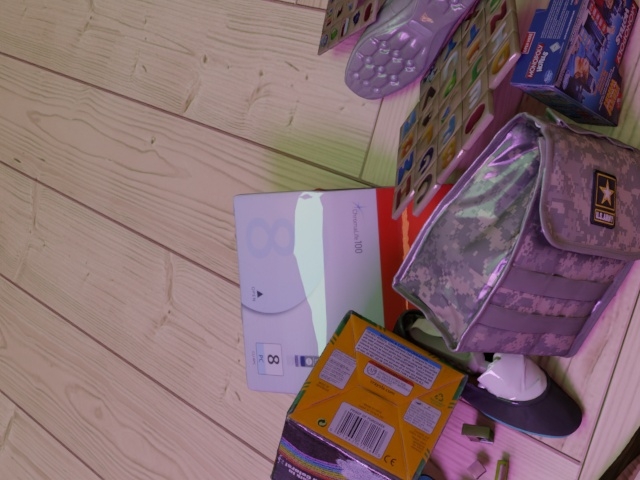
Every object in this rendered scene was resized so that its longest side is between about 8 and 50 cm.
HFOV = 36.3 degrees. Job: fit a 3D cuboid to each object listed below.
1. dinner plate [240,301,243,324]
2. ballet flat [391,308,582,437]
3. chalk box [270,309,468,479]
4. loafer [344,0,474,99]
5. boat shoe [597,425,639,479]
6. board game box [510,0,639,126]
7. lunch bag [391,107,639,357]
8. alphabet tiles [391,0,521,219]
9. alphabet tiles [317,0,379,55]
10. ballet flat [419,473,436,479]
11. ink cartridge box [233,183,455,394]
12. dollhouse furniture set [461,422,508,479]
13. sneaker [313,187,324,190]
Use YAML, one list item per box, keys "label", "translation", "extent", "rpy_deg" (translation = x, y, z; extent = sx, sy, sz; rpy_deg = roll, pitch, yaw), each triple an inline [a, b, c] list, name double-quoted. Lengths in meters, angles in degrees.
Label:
- label: "dinner plate"
  translation: [-0.095, 0.115, 1.675]
  extent: [0.141, 0.017, 0.141]
  rpy_deg: [-7, 80, 43]
- label: "ballet flat"
  translation: [0.210, 0.168, 1.280]
  extent: [0.280, 0.095, 0.096]
  rpy_deg: [22, 139, 27]
- label: "chalk box"
  translation: [0.055, 0.264, 1.307]
  extent: [0.180, 0.179, 0.289]
  rpy_deg: [28, 149, 9]
- label: "loafer"
  translation: [0.147, -0.331, 1.439]
  extent: [0.319, 0.112, 0.111]
  rpy_deg: [-43, 18, 40]
- label: "boat shoe"
  translation: [0.415, 0.277, 1.125]
  extent: [0.123, 0.123, 0.342]
  rpy_deg: [35, 107, 8]
- label: "board game box"
  translation: [0.326, -0.231, 1.208]
  extent: [0.060, 0.194, 0.194]
  rpy_deg: [13, 76, 38]
- label: "lunch bag"
  translation: [0.269, -0.009, 1.188]
  extent: [0.169, 0.235, 0.287]
  rpy_deg: [47, 118, 42]
- label: "alphabet tiles"
  translation: [0.175, -0.191, 1.296]
  extent: [0.285, 0.011, 0.342]
  rpy_deg: [-54, 16, 36]
- label: "alphabet tiles"
  translation: [0.060, -0.423, 1.522]
  extent: [0.198, 0.009, 0.237]
  rpy_deg: [-11, 65, 66]
- label: "ballet flat"
  translation: [0.174, 0.424, 1.361]
  extent: [0.074, 0.074, 0.203]
  rpy_deg: [-41, 64, 33]
- label: "ink cartridge box"
  translation: [0.050, 0.076, 1.434]
  extent: [0.385, 0.091, 0.308]
  rpy_deg: [-1, 94, 36]
- label: "dollhouse furniture set"
  translation: [0.208, 0.328, 1.311]
  extent: [0.076, 0.058, 0.151]
  rpy_deg: [6, 74, 21]
- label: "sneaker"
  translation: [0.000, 0.000, 1.560]
  extent: [0.064, 0.067, 0.175]
  rpy_deg: [-15, 74, 44]
